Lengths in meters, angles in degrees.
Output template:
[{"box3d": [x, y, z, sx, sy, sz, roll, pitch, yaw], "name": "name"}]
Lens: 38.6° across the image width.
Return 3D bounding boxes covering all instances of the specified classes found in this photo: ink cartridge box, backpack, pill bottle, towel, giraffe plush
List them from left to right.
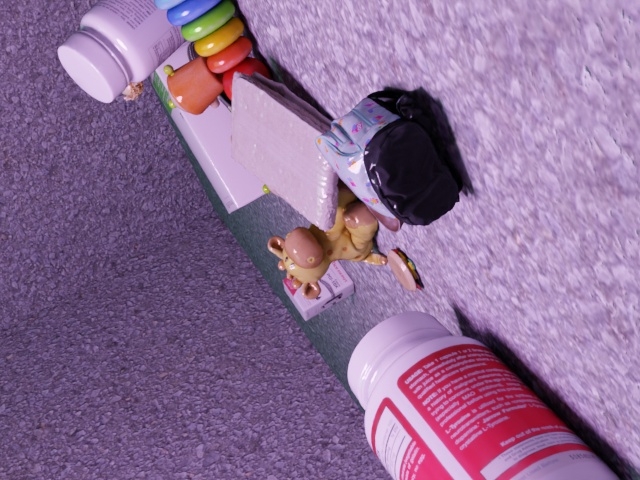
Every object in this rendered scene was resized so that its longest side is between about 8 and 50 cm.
[{"box3d": [-0.347, -0.401, 1.720, 0.160, 0.283, 0.160, 34, 157, 16], "name": "pill bottle"}, {"box3d": [-0.059, -0.157, 1.537, 0.282, 0.049, 0.187, 40, 140, 35], "name": "towel"}, {"box3d": [-0.004, 0.104, 2.084, 0.099, 0.135, 0.056, 54, 166, 26], "name": "ink cartridge box"}, {"box3d": [0.000, 0.000, 1.622, 0.181, 0.170, 0.210, 48, 166, 48], "name": "giraffe plush"}, {"box3d": [0.073, -0.104, 1.091, 0.152, 0.115, 0.182, 61, 173, -31], "name": "backpack"}, {"box3d": [0.205, 0.279, 1.258, 0.408, 0.229, 0.229, 48, 166, 49], "name": "pill bottle"}]

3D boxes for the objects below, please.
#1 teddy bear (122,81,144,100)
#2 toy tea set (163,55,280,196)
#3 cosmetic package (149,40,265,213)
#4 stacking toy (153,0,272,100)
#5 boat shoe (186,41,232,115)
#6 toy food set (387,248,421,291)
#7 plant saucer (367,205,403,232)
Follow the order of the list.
[{"box3d": [-0.396, -0.479, 2.046, 0.245, 0.113, 0.338, 108, 164, -54], "name": "teddy bear"}, {"box3d": [-0.172, -0.221, 1.768, 0.336, 0.124, 0.200, 57, -156, 0], "name": "toy tea set"}, {"box3d": [-0.223, -0.255, 2.038, 0.365, 0.155, 0.197, 60, 168, -3], "name": "cosmetic package"}, {"box3d": [-0.195, -0.379, 1.607, 0.330, 0.141, 0.141, 58, 172, -20], "name": "stacking toy"}, {"box3d": [-0.198, -0.335, 1.901, 0.228, 0.081, 0.069, 51, 167, 4], "name": "boat shoe"}, {"box3d": [0.139, 0.050, 1.518, 0.082, 0.020, 0.083, 48, 166, 47], "name": "toy food set"}, {"box3d": [0.081, -0.090, 1.357, 0.168, 0.029, 0.168, 55, 170, 15], "name": "plant saucer"}]
